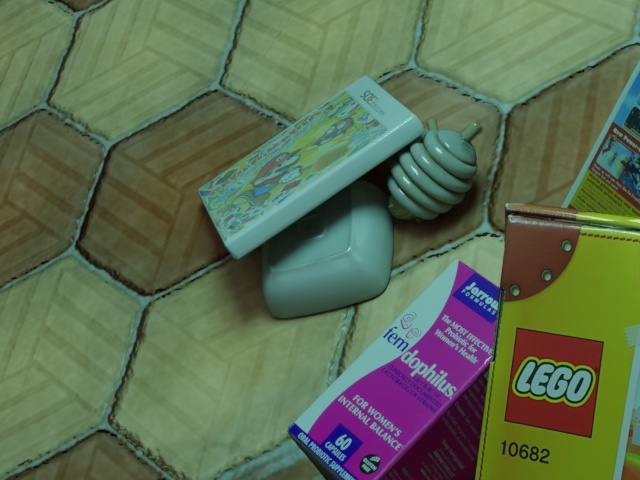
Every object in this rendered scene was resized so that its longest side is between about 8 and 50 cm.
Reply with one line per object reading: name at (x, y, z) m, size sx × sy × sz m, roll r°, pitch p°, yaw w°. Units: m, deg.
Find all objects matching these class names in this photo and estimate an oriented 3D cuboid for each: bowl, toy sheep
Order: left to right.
bowl at (0.000, 0.000, 1.594) m, size 0.142 × 0.053 × 0.142 m, roll -13°, pitch 49°, yaw 19°
toy sheep at (0.112, -0.071, 1.561) m, size 0.132 × 0.091 × 0.091 m, roll -53°, pitch 41°, yaw 26°

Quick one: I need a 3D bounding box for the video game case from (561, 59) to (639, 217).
video game case at (0.288, -0.004, 1.345) m, size 0.204 × 0.025 × 0.285 m, roll 48°, pitch 121°, yaw 43°

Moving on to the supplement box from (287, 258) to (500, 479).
supplement box at (0.098, 0.143, 1.388) m, size 0.220 × 0.114 × 0.111 m, roll -44°, pitch 46°, yaw -10°

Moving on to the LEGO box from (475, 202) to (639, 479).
LEGO box at (0.358, 0.188, 1.047) m, size 0.500 × 0.193 × 0.373 m, roll 8°, pitch 92°, yaw 33°

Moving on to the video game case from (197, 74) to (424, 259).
video game case at (-0.016, -0.081, 1.622) m, size 0.227 × 0.026 × 0.206 m, roll -35°, pitch 21°, yaw 0°
